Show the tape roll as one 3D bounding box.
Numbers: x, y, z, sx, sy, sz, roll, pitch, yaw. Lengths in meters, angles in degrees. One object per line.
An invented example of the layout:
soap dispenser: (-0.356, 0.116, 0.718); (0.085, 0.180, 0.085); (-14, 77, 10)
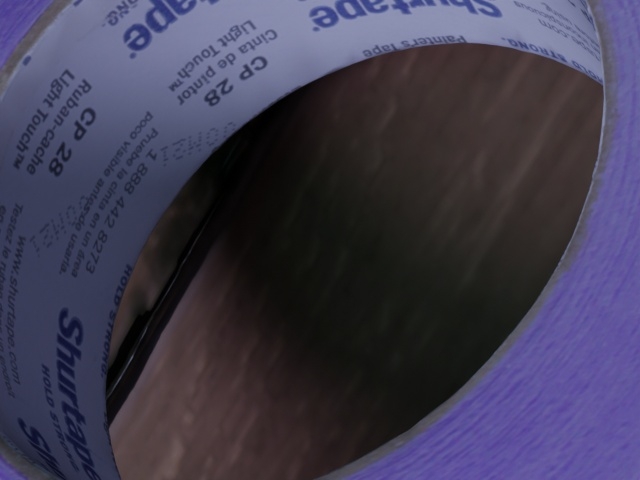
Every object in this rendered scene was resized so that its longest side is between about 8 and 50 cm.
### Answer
tape roll: (0.000, 0.000, 0.478); (0.274, 0.090, 0.275); (-14, 55, 21)
